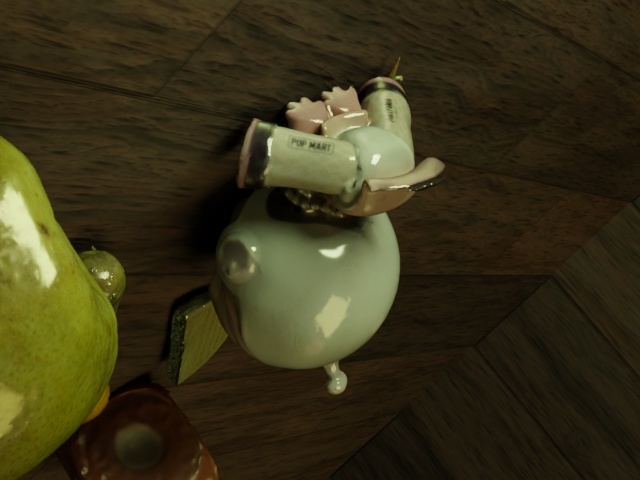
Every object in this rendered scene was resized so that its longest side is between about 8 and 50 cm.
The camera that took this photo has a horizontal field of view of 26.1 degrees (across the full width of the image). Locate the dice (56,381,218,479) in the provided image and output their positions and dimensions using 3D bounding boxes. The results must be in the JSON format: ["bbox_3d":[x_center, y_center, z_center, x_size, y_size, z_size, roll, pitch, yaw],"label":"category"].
[{"bbox_3d":[-0.259,0.318,1.935,0.174,0.175,0.179,-32,165,-22],"label":"dice"}]

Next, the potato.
[{"bbox_3d":[-0.255,0.062,1.480,0.091,0.070,0.138,-26,160,-39],"label":"potato"}]

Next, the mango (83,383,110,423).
[{"bbox_3d":[-0.299,0.169,1.650,0.098,0.075,0.190,-49,163,-21],"label":"mango"}]

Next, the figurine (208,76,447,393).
[{"bbox_3d":[-0.008,0.001,1.591,0.253,0.211,0.361,-10,141,-31],"label":"figurine"}]

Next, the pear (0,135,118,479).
[{"bbox_3d":[-0.309,0.064,1.023,0.304,0.304,0.304,-35,162,-13],"label":"pear"}]

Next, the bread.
[{"bbox_3d":[-0.157,0.113,1.862,0.112,0.036,0.193,-35,159,-28],"label":"bread"}]

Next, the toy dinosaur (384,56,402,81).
[{"bbox_3d":[0.081,-0.179,1.619,0.041,0.026,0.113,-6,156,-31],"label":"toy dinosaur"}]
